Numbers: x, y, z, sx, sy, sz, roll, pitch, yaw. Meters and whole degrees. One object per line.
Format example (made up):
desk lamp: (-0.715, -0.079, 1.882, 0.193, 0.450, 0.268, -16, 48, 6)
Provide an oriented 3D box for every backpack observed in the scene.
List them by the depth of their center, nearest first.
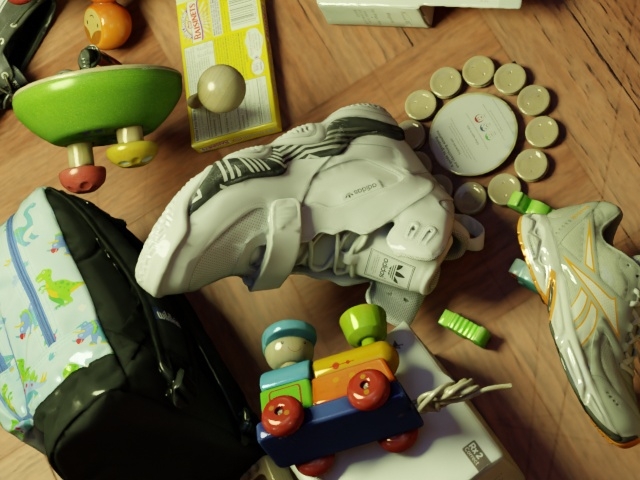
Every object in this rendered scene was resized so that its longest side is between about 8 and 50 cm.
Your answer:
backpack: (-0.241, 0.104, 1.927, 0.273, 0.290, 0.355, -33, 56, 20)

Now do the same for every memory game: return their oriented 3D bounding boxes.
memory game: (0.169, -0.114, 2.012, 0.186, 0.012, 0.186, -6, 69, 16)

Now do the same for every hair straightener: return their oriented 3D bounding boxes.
hair straightener: (-0.262, -0.171, 2.064, 0.089, 0.230, 0.047, -45, 92, 1)

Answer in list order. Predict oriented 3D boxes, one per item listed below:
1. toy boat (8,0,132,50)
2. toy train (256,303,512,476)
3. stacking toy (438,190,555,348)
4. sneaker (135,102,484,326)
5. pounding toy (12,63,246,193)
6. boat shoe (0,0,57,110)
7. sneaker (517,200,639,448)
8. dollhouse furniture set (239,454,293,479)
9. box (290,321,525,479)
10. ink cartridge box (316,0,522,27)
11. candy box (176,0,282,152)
toy boat: (-0.256, -0.296, 2.155, 0.231, 0.151, 0.151, -3, 107, -3)
toy train: (0.057, 0.122, 1.786, 0.248, 0.105, 0.143, -18, 51, 12)
stacking toy: (0.251, 0.057, 1.899, 0.221, 0.052, 0.167, 26, 80, 25)
sneaker: (0.000, 0.000, 1.879, 0.366, 0.137, 0.210, -29, 62, -37)
pounding toy: (-0.206, -0.115, 1.981, 0.237, 0.183, 0.110, -6, 83, -22)
boat shoe: (-0.378, -0.203, 2.195, 0.076, 0.080, 0.228, 14, 68, 24)
sneaker: (0.282, 0.071, 1.804, 0.121, 0.099, 0.262, -20, 66, 8)
dollhouse furniture set: (-0.100, 0.315, 1.840, 0.151, 0.123, 0.144, -46, 56, 39)
box: (0.077, 0.214, 1.859, 0.182, 0.119, 0.181, -37, 63, 2)
ink cartridge box: (0.136, -0.374, 2.095, 0.239, 0.060, 0.275, 5, 71, 19)
candy box: (-0.107, -0.207, 2.129, 0.105, 0.027, 0.206, -15, 66, 17)
